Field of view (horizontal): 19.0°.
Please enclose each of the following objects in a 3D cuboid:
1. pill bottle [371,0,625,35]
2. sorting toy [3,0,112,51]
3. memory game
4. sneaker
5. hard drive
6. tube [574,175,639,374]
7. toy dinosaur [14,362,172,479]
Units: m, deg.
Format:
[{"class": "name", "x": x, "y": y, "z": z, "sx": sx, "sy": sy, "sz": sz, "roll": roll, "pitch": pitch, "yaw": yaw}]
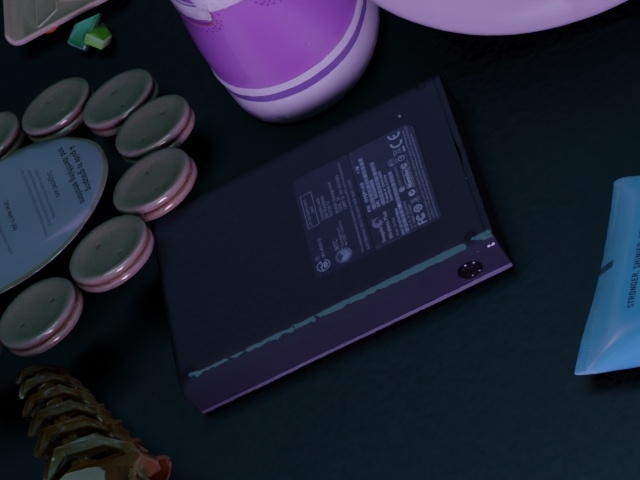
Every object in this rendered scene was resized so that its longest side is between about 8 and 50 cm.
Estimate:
[{"class": "pill bottle", "x": 0.067, "y": -0.236, "z": 0.785, "sx": 0.160, "sy": 0.160, "sz": 0.283, "roll": -18, "pitch": 49, "yaw": 20}, {"class": "sorting toy", "x": -0.121, "y": -0.112, "z": 0.913, "sx": 0.062, "sy": 0.012, "sz": 0.083, "roll": -22, "pitch": 45, "yaw": 10}, {"class": "memory game", "x": -0.131, "y": -0.006, "z": 0.818, "sx": 0.186, "sy": 0.012, "sz": 0.186, "roll": -23, "pitch": 36, "yaw": 18}, {"class": "sneaker", "x": -0.050, "y": -0.200, "z": 0.835, "sx": 0.102, "sy": 0.161, "sz": 0.282, "roll": -28, "pitch": 46, "yaw": 13}, {"class": "hard drive", "x": 0.000, "y": 0.000, "z": 0.746, "sx": 0.135, "sy": 0.022, "sz": 0.094, "roll": -26, "pitch": 47, "yaw": 13}, {"class": "tube", "x": 0.180, "y": 0.001, "z": 0.619, "sx": 0.207, "sy": 0.052, "sz": 0.080, "roll": -7, "pitch": 49, "yaw": 35}, {"class": "toy dinosaur", "x": -0.101, "y": 0.154, "z": 0.636, "sx": 0.218, "sy": 0.164, "sz": 0.322, "roll": -14, "pitch": 10, "yaw": 5}]
